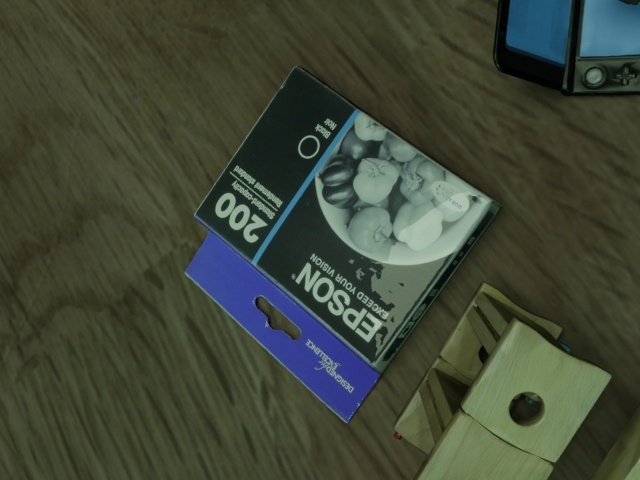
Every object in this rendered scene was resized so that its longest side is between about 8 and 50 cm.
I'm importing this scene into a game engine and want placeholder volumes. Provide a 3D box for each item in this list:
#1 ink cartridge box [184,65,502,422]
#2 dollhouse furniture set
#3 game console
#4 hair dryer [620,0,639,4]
[{"bbox_3d":[0.000,0.000,0.695,0.206,0.045,0.208,38,101,26],"label":"ink cartridge box"},{"bbox_3d":[0.159,0.137,0.570,0.184,0.129,0.129,30,98,-3],"label":"dollhouse furniture set"},{"bbox_3d":[0.186,-0.168,0.613,0.107,0.071,0.122,4,84,28],"label":"game console"},{"bbox_3d":[0.337,-0.227,0.551,0.224,0.080,0.293,35,101,19],"label":"hair dryer"}]
